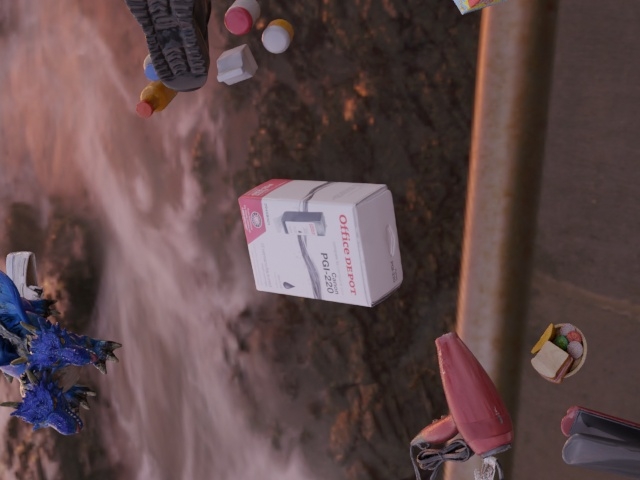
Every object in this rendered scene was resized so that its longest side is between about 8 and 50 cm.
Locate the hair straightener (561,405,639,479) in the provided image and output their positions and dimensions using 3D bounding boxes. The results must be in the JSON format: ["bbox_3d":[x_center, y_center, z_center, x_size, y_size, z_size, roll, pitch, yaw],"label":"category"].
[{"bbox_3d":[0.334,0.225,0.826,0.231,0.089,0.047,20,122,6],"label":"hair straightener"}]

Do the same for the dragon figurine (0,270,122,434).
[{"bbox_3d":[-0.267,0.074,0.754,0.289,0.144,0.085,27,79,29],"label":"dragon figurine"}]

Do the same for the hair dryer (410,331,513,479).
[{"bbox_3d":[0.200,0.284,1.383,0.224,0.080,0.293,16,108,49],"label":"hair dryer"}]

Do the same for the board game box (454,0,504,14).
[{"bbox_3d":[0.314,-0.501,1.413,0.275,0.142,0.144,-37,83,49],"label":"board game box"}]

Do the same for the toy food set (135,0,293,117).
[{"bbox_3d":[-0.158,-0.255,1.242,0.232,0.104,0.111,-15,117,20],"label":"toy food set"}]

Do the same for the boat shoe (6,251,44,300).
[{"bbox_3d":[-0.344,0.062,1.062,0.035,0.035,0.100,-7,87,12],"label":"boat shoe"}]

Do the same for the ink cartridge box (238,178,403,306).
[{"bbox_3d":[0.000,0.000,1.316,0.218,0.092,0.158,5,114,36],"label":"ink cartridge box"}]

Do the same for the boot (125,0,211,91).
[{"bbox_3d":[-0.150,-0.270,0.915,0.197,0.077,0.137,92,180,-48],"label":"boot"}]

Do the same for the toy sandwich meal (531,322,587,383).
[{"bbox_3d":[0.329,0.154,1.252,0.086,0.029,0.085,-20,60,39],"label":"toy sandwich meal"}]
